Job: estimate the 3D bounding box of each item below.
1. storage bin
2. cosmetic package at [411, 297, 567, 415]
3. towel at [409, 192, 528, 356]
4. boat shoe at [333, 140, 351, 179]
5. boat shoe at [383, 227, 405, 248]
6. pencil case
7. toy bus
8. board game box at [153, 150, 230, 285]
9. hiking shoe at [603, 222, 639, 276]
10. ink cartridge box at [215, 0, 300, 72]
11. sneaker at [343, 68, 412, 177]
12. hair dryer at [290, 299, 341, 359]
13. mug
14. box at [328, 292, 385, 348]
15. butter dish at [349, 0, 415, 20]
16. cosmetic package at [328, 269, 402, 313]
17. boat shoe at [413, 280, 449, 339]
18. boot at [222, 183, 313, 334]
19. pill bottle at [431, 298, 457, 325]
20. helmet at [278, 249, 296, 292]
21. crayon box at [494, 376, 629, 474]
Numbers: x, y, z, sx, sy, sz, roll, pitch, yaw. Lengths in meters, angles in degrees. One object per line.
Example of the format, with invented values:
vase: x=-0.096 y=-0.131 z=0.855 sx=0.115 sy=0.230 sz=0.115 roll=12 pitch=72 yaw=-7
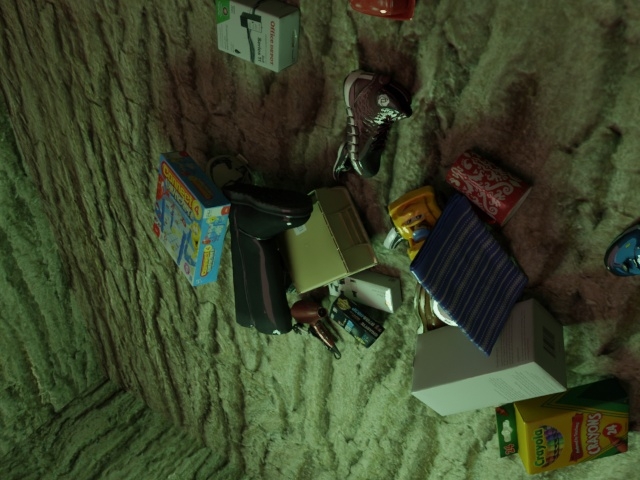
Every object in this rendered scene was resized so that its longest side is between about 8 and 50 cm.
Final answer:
storage bin: x=0.000 y=0.000 z=1.803 sx=0.262 sy=0.123 sz=0.260 roll=-27 pitch=84 yaw=50
cosmetic package: x=0.427 y=0.310 z=1.583 sx=0.155 sy=0.197 sz=0.366 roll=38 pitch=136 yaw=-26
towel: x=0.360 y=0.080 z=1.437 sx=0.336 sy=0.243 sz=0.040 roll=46 pitch=154 yaw=-24
boat shoe: x=0.067 y=-0.213 z=1.673 sx=0.038 sy=0.046 sz=0.125 roll=34 pitch=131 yaw=23
boat shoe: x=0.248 y=-0.041 z=1.631 sx=0.076 sy=0.080 sz=0.228 roll=40 pitch=132 yaw=10
pencil case: x=-0.347 y=-0.104 z=2.029 sx=0.160 sy=0.183 sz=0.410 roll=26 pitch=137 yaw=-7
toy bus: x=0.269 y=0.011 z=1.485 sx=0.149 sy=0.211 sz=0.220 roll=-26 pitch=124 yaw=26
board game box: x=-0.410 y=-0.072 z=1.897 sx=0.308 sy=0.086 sz=0.301 roll=46 pitch=134 yaw=35
hiking shoe: x=0.705 y=0.021 z=1.219 sx=0.304 sy=0.132 sz=0.113 roll=-25 pitch=103 yaw=49
ink cartridge box: x=-0.163 y=-0.545 z=1.574 sx=0.208 sy=0.087 sz=0.153 roll=26 pitch=136 yaw=23
sneaker: x=0.152 y=-0.277 z=1.500 sx=0.163 sy=0.106 sz=0.281 roll=10 pitch=127 yaw=33
hair dryer: x=-0.006 y=0.290 z=2.121 sx=0.224 sy=0.080 sz=0.293 roll=28 pitch=155 yaw=18
mug: x=0.377 y=-0.114 z=1.419 sx=0.169 sy=0.113 sz=0.150 roll=39 pitch=125 yaw=16
box: x=0.111 y=0.260 z=1.945 sx=0.175 sy=0.051 sz=0.220 roll=40 pitch=166 yaw=8
butter dish: x=0.114 y=-0.544 z=1.302 sx=0.160 sy=0.118 sz=0.159 roll=21 pitch=134 yaw=28
cosmetic package: x=0.133 y=0.145 z=1.891 sx=0.239 sy=0.060 sz=0.098 roll=13 pitch=131 yaw=35
boat shoe: x=0.334 y=0.205 z=1.735 sx=0.105 sy=0.110 sz=0.307 roll=15 pitch=140 yaw=28
boot: x=-0.142 y=0.076 z=1.780 sx=0.367 sy=0.146 sz=0.445 roll=19 pitch=116 yaw=51
pill bottle: x=0.371 y=0.120 z=1.552 sx=0.108 sy=0.193 sz=0.108 roll=23 pitch=134 yaw=26
helmet: x=-0.107 y=0.089 z=1.984 sx=0.162 sy=0.169 sz=0.169 roll=10 pitch=129 yaw=57
crayon box: x=0.619 y=0.485 z=1.567 sx=0.319 sy=0.081 sz=0.202 roll=-14 pitch=119 yaw=2
